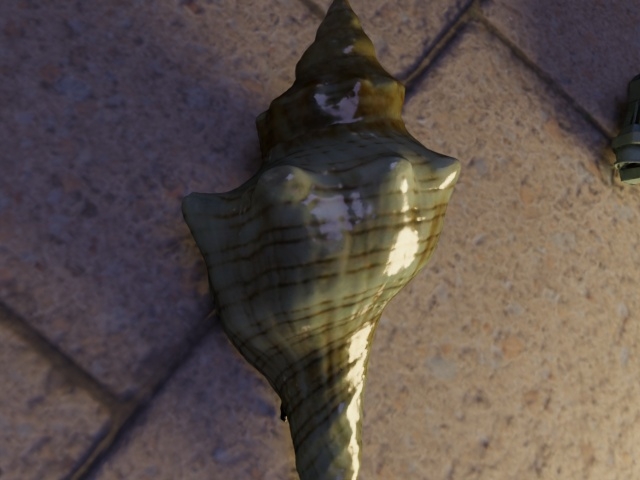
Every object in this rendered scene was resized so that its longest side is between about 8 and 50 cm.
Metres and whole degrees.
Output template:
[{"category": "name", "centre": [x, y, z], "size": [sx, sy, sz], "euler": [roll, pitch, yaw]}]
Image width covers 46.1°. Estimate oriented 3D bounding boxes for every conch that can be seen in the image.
[{"category": "conch", "centre": [-0.001, -0.006, 0.564], "size": [0.203, 0.169, 0.385], "euler": [4, 68, 6]}]

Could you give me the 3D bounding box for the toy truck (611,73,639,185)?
[{"category": "toy truck", "centre": [0.431, -0.109, 0.801], "size": [0.257, 0.108, 0.140], "euler": [12, 82, -16]}]
